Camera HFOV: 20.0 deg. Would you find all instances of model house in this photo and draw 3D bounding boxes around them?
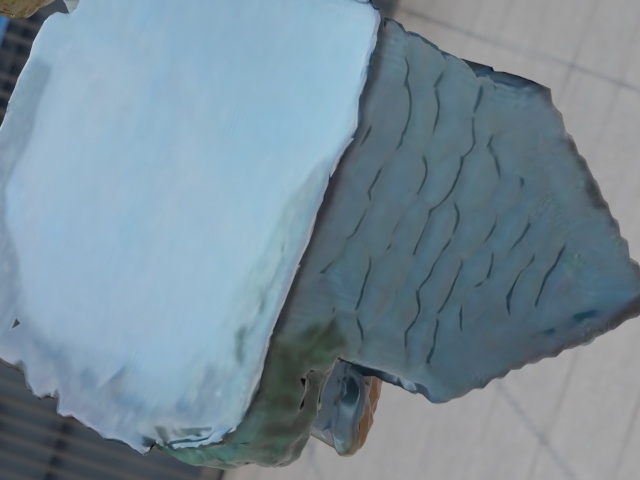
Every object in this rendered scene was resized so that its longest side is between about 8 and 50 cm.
[{"bbox_3d":[0.000,0.000,1.223,0.360,0.339,0.297,19,92,48],"label":"model house"}]

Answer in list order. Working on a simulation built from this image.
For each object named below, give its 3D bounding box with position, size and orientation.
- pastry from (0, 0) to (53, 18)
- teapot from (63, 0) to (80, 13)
[{"bbox_3d":[-0.282,-0.256,1.554,0.081,0.153,0.153,-42,19,21],"label":"pastry"},{"bbox_3d":[-0.153,-0.236,1.337,0.221,0.163,0.178,-58,-26,-17],"label":"teapot"}]
